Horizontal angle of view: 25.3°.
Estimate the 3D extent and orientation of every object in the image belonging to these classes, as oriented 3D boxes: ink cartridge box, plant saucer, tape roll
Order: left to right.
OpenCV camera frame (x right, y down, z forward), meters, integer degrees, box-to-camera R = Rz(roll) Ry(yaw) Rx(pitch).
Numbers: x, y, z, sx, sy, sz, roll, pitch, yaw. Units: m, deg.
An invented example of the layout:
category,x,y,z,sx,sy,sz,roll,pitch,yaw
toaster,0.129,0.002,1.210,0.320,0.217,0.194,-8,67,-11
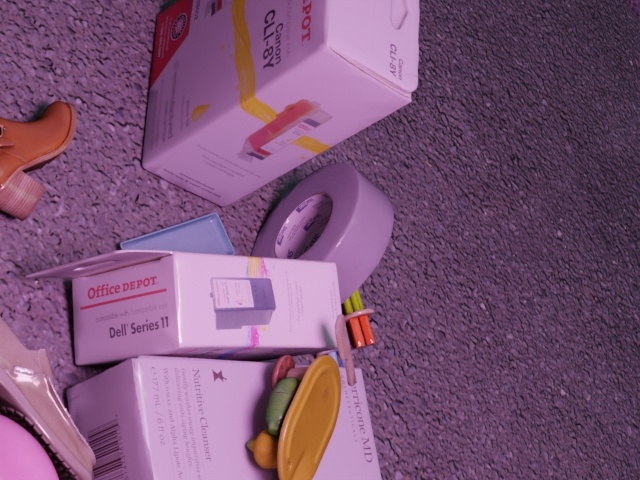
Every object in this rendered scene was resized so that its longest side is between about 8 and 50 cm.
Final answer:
category,x,y,z,sx,sy,sz,roll,pitch,yaw
plant saucer,-0.195,0.013,1.928,0.192,0.018,0.067,-21,85,-49
ink cartridge box,-0.165,0.089,1.764,0.353,0.207,0.119,5,77,-46
ink cartridge box,-0.058,-0.255,1.932,0.160,0.385,0.279,27,52,-35
tape roll,0.000,0.000,1.986,0.072,0.219,0.219,37,47,-28

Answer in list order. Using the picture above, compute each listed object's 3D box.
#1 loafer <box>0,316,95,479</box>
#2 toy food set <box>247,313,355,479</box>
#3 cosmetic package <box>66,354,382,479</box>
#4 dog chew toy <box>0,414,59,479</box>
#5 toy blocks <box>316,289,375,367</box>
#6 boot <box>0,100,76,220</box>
category,x,y,z,sx,sy,sz,roll,pitch,yaw
loafer,-0.339,0.172,1.625,0.268,0.102,0.092,53,47,-11
toy food set,-0.031,0.202,1.729,0.128,0.071,0.218,74,33,-44
cosmetic package,-0.109,0.269,1.774,0.385,0.156,0.217,5,67,-45
dog chew toy,-0.416,0.307,1.406,0.332,0.207,0.206,-33,95,-42
toy blocks,0.036,0.132,2.080,0.123,0.054,0.148,-1,71,-46
boot,-0.392,-0.136,1.760,0.152,0.073,0.197,36,44,-23
